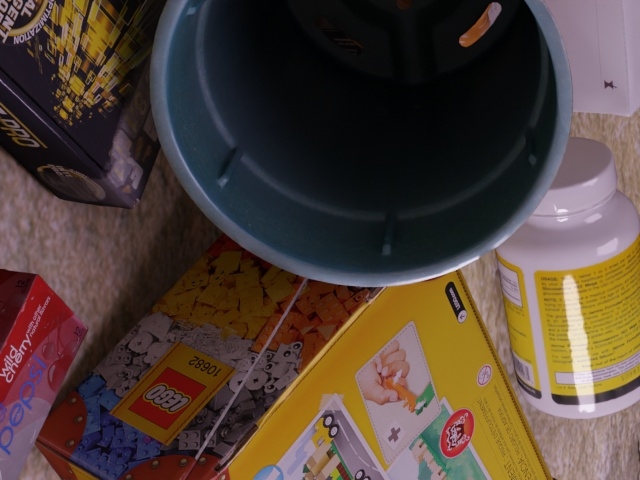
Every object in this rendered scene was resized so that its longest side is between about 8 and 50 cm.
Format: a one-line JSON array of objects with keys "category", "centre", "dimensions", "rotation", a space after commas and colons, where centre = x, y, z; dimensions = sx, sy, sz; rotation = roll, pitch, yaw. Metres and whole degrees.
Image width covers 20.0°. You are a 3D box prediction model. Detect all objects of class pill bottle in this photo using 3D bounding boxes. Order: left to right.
[{"category": "pill bottle", "centre": [0.324, 0.045, 2.332], "dimensions": [0.188, 0.188, 0.334], "rotation": [-46, 133, -46]}]

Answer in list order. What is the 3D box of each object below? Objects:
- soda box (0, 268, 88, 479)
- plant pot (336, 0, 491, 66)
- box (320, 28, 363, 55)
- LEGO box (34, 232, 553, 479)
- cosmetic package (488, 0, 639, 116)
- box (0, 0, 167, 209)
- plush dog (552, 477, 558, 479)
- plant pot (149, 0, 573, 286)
[{"category": "soda box", "centre": [-0.287, 0.152, 1.440], "dimensions": [0.092, 0.083, 0.263], "rotation": [55, 49, -49]}, {"category": "plant pot", "centre": [0.111, -0.298, 1.829], "dimensions": [0.188, 0.205, 0.205], "rotation": [-52, 163, 29]}, {"category": "box", "centre": [0.043, -0.143, 1.921], "dimensions": [0.156, 0.093, 0.158], "rotation": [-6, 100, -58]}, {"category": "LEGO box", "centre": [0.008, 0.241, 1.749], "dimensions": [0.372, 0.193, 0.500], "rotation": [-47, 134, -23]}, {"category": "cosmetic package", "centre": [0.209, -0.331, 1.976], "dimensions": [0.097, 0.284, 0.377], "rotation": [-37, 127, -50]}, {"category": "box", "centre": [-0.194, -0.271, 1.501], "dimensions": [0.318, 0.097, 0.395], "rotation": [52, 52, -55]}, {"category": "plush dog", "centre": [0.313, 0.432, 2.397], "dimensions": [0.225, 0.262, 0.211], "rotation": [-43, 165, -35]}, {"category": "plant pot", "centre": [0.054, -0.187, 1.591], "dimensions": [0.334, 0.341, 0.341], "rotation": [-72, 155, -61]}]
